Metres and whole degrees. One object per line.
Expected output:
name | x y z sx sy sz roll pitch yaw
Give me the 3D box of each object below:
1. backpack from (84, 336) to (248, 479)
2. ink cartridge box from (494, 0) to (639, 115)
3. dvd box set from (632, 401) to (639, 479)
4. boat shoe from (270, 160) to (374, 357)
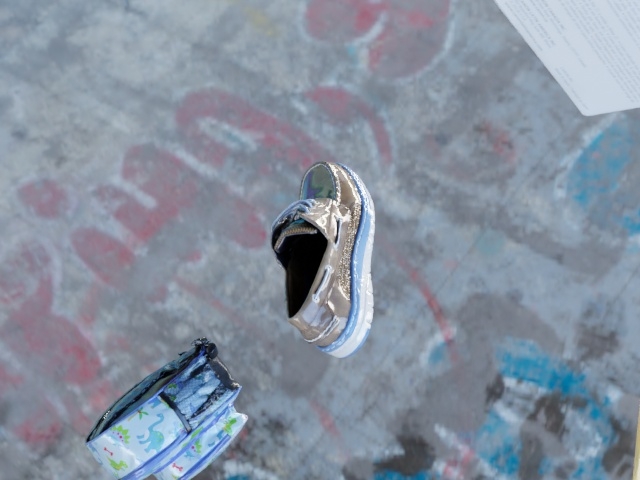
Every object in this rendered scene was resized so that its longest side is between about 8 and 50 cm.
backpack | -0.117 0.144 0.928 0.114 0.105 0.084 -37 90 -23
ink cartridge box | 0.216 -0.161 0.704 0.232 0.189 0.066 -10 50 40
dvd box set | 0.366 0.276 0.840 0.308 0.420 0.062 10 18 27
boat shoe | 0.000 0.000 0.924 0.066 0.066 0.183 -39 39 30
